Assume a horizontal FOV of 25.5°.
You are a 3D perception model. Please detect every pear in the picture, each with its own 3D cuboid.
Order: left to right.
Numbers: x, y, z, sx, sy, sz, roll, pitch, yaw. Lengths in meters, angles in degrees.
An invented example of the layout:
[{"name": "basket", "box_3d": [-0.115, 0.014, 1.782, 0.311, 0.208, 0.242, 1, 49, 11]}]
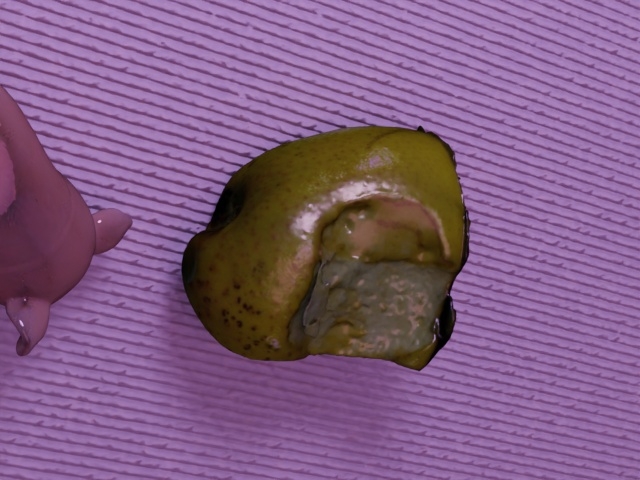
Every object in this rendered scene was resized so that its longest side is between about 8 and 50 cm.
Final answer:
[{"name": "pear", "box_3d": [0.000, 0.000, 1.371, 0.255, 0.164, 0.238, 6, 102, -25]}]

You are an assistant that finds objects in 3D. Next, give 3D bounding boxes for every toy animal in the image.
[{"name": "toy animal", "box_3d": [-0.292, -0.044, 1.228, 0.166, 0.154, 0.250, -47, 120, -17]}]
